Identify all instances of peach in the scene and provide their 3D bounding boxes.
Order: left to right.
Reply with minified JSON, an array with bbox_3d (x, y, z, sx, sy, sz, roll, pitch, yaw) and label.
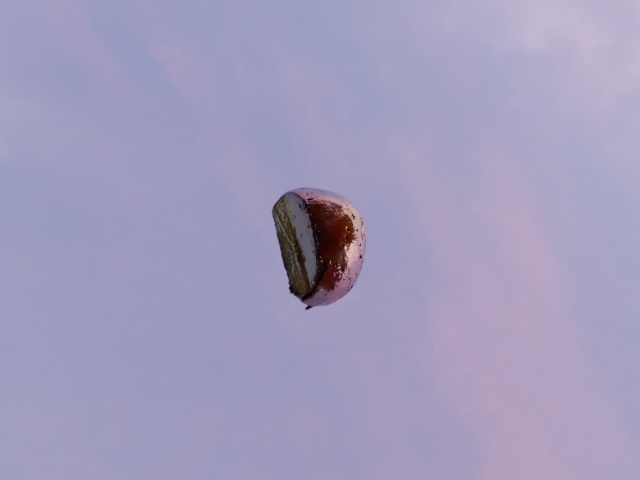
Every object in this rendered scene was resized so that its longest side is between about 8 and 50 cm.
[{"bbox_3d":[0.000,0.000,0.661,0.077,0.050,0.083,45,-139,-7],"label":"peach"}]
